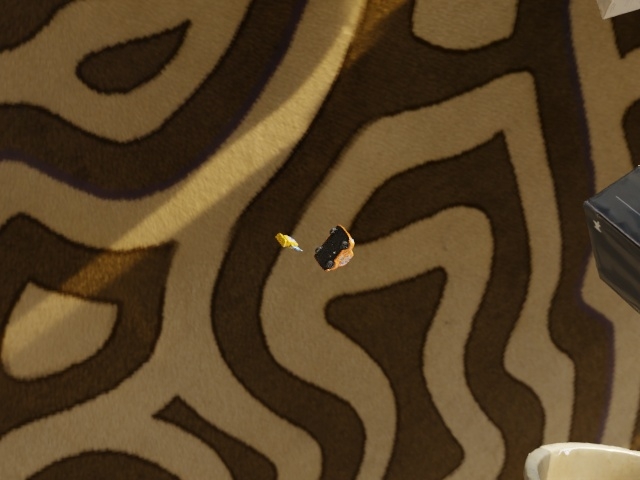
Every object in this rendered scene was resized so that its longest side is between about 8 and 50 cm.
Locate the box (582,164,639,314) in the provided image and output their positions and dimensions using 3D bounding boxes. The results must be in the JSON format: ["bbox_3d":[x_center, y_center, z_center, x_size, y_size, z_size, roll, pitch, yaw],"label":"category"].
[{"bbox_3d":[0.663,-0.023,1.282,0.395,0.293,0.212,-32,134,-3],"label":"box"}]

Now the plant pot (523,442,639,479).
[{"bbox_3d":[0.301,0.385,0.721,0.333,0.334,0.306,11,97,-21],"label":"plant pot"}]

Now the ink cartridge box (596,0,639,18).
[{"bbox_3d":[0.449,-0.379,1.148,0.143,0.090,0.092,-16,81,8],"label":"ink cartridge box"}]

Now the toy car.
[{"bbox_3d":[0.000,0.000,1.091,0.040,0.122,0.060,21,96,-45],"label":"toy car"}]
